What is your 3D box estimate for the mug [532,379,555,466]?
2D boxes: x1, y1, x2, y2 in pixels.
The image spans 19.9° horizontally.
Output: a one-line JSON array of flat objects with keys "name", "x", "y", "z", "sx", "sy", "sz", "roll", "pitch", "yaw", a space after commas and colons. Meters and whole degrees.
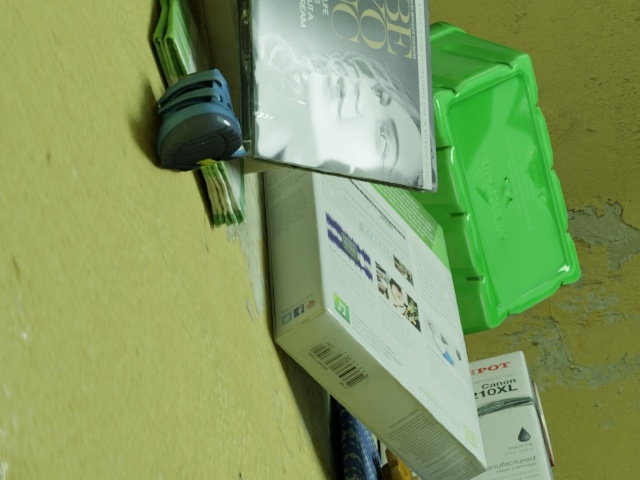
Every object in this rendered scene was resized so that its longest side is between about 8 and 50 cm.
[{"name": "mug", "x": 0.211, "y": 0.261, "z": 2.376, "sx": 0.150, "sy": 0.169, "sz": 0.113, "roll": 61, "pitch": 16, "yaw": -69}]

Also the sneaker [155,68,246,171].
[{"name": "sneaker", "x": -0.078, "y": -0.076, "z": 1.132, "sx": 0.144, "sy": 0.053, "sz": 0.059, "roll": 155, "pitch": -78, "yaw": -88}]

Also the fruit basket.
[{"name": "fruit basket", "x": 0.121, "y": -0.073, "z": 2.258, "sx": 0.392, "sy": 0.283, "sz": 0.392, "roll": 30, "pitch": -47, "yaw": 38}]

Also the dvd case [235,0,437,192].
[{"name": "dvd case", "x": 0.015, "y": -0.126, "z": 1.321, "sx": 0.221, "sy": 0.018, "sz": 0.164, "roll": 8, "pitch": 77, "yaw": -53}]

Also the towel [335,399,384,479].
[{"name": "towel", "x": 0.052, "y": 0.299, "z": 1.578, "sx": 0.336, "sy": 0.040, "sz": 0.243, "roll": -95, "pitch": 168, "yaw": -64}]

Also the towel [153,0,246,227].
[{"name": "towel", "x": -0.085, "y": -0.095, "z": 1.261, "sx": 0.113, "sy": 0.023, "sz": 0.152, "roll": -96, "pitch": 168, "yaw": -61}]

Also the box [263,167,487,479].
[{"name": "box", "x": 0.040, "y": 0.032, "z": 1.566, "sx": 0.232, "sy": 0.058, "sz": 0.322, "roll": 46, "pitch": 24, "yaw": -32}]

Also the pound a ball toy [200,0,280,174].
[{"name": "pound a ball toy", "x": -0.059, "y": -0.210, "z": 1.365, "sx": 0.208, "sy": 0.136, "sz": 0.319, "roll": -16, "pitch": 96, "yaw": -53}]

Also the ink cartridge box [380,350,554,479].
[{"name": "ink cartridge box", "x": 0.155, "y": 0.235, "z": 1.933, "sx": 0.237, "sy": 0.172, "sz": 0.100, "roll": -93, "pitch": 167, "yaw": -60}]

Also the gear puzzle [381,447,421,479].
[{"name": "gear puzzle", "x": 0.106, "y": 0.337, "z": 1.614, "sx": 0.175, "sy": 0.044, "sz": 0.339, "roll": 51, "pitch": 20, "yaw": -72}]
